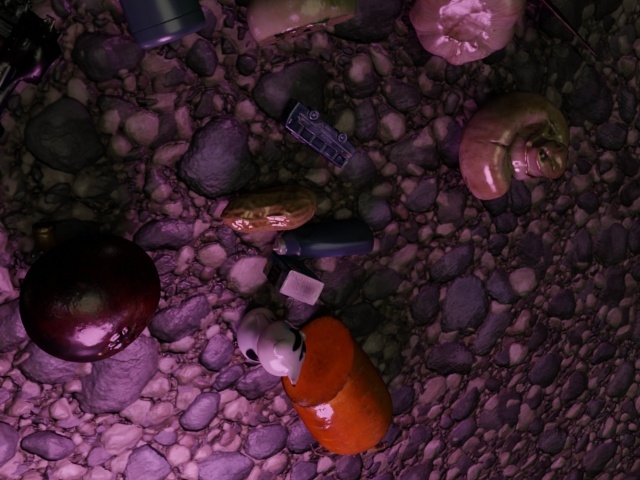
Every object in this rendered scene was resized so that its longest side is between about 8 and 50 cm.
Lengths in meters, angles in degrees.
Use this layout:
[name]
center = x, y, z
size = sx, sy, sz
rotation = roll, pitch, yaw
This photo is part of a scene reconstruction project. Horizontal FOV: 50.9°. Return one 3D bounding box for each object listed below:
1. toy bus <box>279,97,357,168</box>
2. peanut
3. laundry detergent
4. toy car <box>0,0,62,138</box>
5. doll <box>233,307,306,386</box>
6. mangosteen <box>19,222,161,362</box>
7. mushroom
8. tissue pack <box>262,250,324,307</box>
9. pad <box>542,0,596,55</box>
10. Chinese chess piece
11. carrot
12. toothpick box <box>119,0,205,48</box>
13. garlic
[toy bus]
center = -0.004, -0.205, 1.299
size = 0.166, 0.047, 0.065
rotation = 33, 96, -30
[peanut]
center = -0.094, -0.056, 1.284
size = 0.194, 0.093, 0.083
rotation = -14, 140, -23
[laundry detergent]
center = 0.000, 0.001, 1.341
size = 0.207, 0.096, 0.061
rotation = -7, 126, -23
[toy car]
center = -0.536, -0.245, 1.001
size = 0.193, 0.118, 0.301
rotation = 34, 92, -21
[doll]
center = -0.094, 0.202, 1.329
size = 0.107, 0.181, 0.110
rotation = -43, 119, -21
[mangosteen]
center = -0.408, 0.074, 1.133
size = 0.235, 0.235, 0.261
rotation = -43, 77, -6
[mushroom]
center = 0.404, -0.212, 1.400
size = 0.254, 0.195, 0.189
rotation = -38, 115, -12
[tissue pack]
center = -0.060, 0.084, 1.334
size = 0.085, 0.111, 0.079
rotation = 25, 97, -29
[pad]
center = 0.404, -0.498, 1.302
size = 0.330, 0.220, 0.004
rotation = 30, 122, -29
[Chinese chess piece]
center = -0.031, -0.389, 1.140
size = 0.189, 0.188, 0.083
rotation = -21, 103, -17
[carrot]
center = 0.050, 0.348, 1.424
size = 0.331, 0.193, 0.214
rotation = 59, 39, -32
[toothpick box]
center = -0.268, -0.410, 1.067
size = 0.120, 0.120, 0.184
rotation = -25, 113, -15
[garlic]
center = 0.289, -0.464, 1.296
size = 0.218, 0.219, 0.212
rotation = 55, 40, -29
